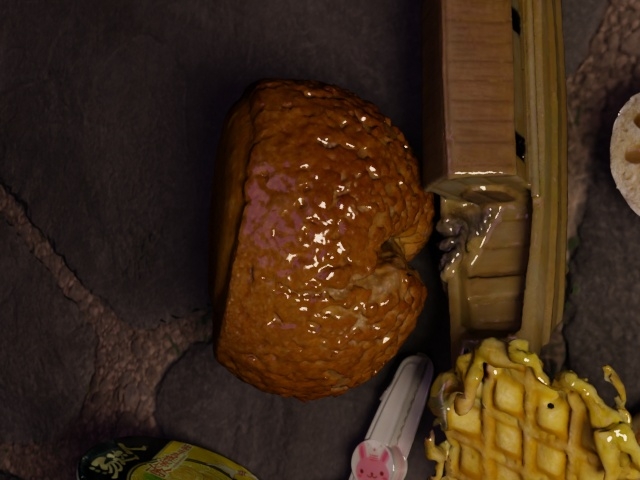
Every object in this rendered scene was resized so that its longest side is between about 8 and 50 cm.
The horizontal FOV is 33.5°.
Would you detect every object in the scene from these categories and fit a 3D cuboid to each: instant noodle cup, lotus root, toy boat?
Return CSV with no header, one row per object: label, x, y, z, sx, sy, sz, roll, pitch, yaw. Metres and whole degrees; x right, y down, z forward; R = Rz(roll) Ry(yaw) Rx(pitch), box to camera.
instant noodle cup,-0.172,0.350,1.094,0.215,0.215,0.236,28,107,37
lotus root,0.303,-0.066,0.880,0.112,0.081,0.122,-5,79,37
toy boat,0.156,-0.107,0.946,0.135,0.162,0.446,-7,78,31

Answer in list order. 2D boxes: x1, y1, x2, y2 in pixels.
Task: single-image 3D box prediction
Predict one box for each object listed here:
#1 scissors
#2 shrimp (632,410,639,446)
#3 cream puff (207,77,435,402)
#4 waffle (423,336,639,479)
scissors,0.057,0.223,1.037,0.118,0.030,0.242,28,100,36
shrimp,0.327,0.253,0.817,0.154,0.062,0.295,-29,64,23
cream puff,0.000,0.000,0.995,0.303,0.212,0.303,-174,90,-79
waffle,0.181,0.214,0.850,0.281,0.060,0.262,53,141,10
